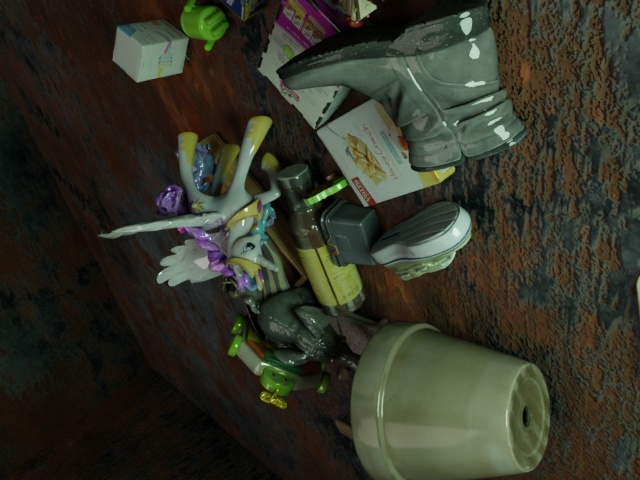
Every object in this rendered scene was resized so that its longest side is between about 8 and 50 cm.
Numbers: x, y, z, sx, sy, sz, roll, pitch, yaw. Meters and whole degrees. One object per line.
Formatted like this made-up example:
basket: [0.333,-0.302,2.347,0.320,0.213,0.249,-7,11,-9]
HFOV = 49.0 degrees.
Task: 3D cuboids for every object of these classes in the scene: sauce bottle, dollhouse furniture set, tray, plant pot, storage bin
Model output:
sauce bottle: [0.000,0.000,1.495,0.111,0.111,0.344,17,135,48]
dollhouse furniture set: [0.096,0.297,1.629,0.303,0.174,0.356,15,135,49]
tray: [-0.170,-0.051,1.730,0.411,0.076,0.203,49,152,4]
plant pot: [0.259,0.312,1.310,0.280,0.323,0.323,-5,120,39]
storage bin: [0.069,-0.008,1.407,0.091,0.098,0.135,8,130,40]

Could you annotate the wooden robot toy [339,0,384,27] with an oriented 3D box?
wooden robot toy: [0.071,-0.350,0.995,0.173,0.079,0.076,-107,11,-55]

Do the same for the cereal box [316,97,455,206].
cereal box: [0.106,-0.157,1.212,0.173,0.047,0.240,57,152,-9]

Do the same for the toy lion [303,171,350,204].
toy lion: [0.015,-0.101,1.365,0.100,0.096,0.034,-8,116,59]

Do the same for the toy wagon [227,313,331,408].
toy wagon: [-0.099,0.295,1.755,0.267,0.068,0.344,24,-164,-10]

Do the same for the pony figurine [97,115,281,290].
pony figurine: [-0.237,-0.056,1.476,0.350,0.364,0.303,-7,157,22]

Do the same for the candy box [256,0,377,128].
candy box: [-0.007,-0.314,1.171,0.159,0.071,0.233,48,151,4]

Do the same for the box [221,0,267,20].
box: [-0.169,-0.469,1.247,0.169,0.059,0.054,44,154,16]

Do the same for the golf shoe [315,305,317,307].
golf shoe: [-0.067,0.172,1.858,0.198,0.077,0.094,29,123,39]

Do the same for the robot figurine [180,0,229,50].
robot figurine: [-0.230,-0.429,1.379,0.115,0.067,0.101,23,153,44]

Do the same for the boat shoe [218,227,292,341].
boat shoe: [-0.160,0.091,1.663,0.132,0.130,0.355,3,125,55]

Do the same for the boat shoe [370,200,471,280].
boat shoe: [0.191,0.007,1.243,0.094,0.109,0.302,40,163,-10]

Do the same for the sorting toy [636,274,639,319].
sorting toy: [0.525,0.151,0.950,0.193,0.038,0.208,20,138,46]

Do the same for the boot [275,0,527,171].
boot: [0.106,-0.195,1.006,0.338,0.118,0.223,-2,122,35]

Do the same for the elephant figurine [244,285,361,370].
elephant figurine: [-0.027,0.209,1.570,0.239,0.186,0.169,38,146,52]

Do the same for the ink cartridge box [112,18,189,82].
ink cartridge box: [-0.363,-0.418,1.531,0.092,0.143,0.090,41,133,21]
